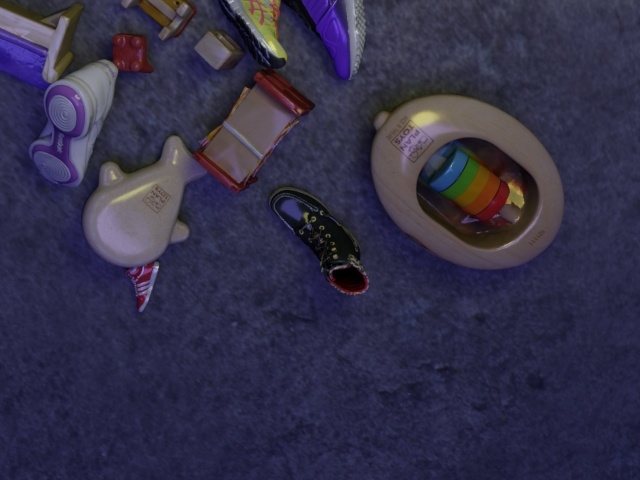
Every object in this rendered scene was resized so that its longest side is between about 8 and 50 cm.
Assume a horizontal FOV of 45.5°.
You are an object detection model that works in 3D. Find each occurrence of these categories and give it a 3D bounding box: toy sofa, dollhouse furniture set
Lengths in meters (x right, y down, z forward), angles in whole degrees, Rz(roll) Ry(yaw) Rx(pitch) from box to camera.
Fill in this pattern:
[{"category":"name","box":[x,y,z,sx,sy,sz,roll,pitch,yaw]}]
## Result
[{"category":"toy sofa","box":[-0.602,-0.374,1.282,0.362,0.150,0.177,21,110,-16]},{"category":"dollhouse furniture set","box":[-0.214,-0.287,1.397,0.374,0.152,0.201,41,106,-4]}]

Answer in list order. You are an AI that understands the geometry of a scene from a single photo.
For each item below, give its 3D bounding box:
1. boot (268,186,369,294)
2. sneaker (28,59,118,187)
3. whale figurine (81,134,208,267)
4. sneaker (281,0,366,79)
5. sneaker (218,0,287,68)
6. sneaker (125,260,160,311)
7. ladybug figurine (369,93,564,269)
[{"category":"boot","box":[0.002,-0.001,1.519,0.236,0.178,0.085,38,106,-22]},{"category":"sneaker","box":[-0.434,-0.205,1.384,0.114,0.152,0.305,38,140,-6]},{"category":"whale figurine","box":[-0.343,-0.077,1.486,0.216,0.141,0.272,41,80,-23]},{"category":"sneaker","box":[-0.002,-0.429,1.367,0.146,0.102,0.293,-1,125,13]},{"category":"sneaker","box":[-0.102,-0.391,1.329,0.094,0.208,0.081,-27,160,-11]},{"category":"sneaker","box":[-0.382,0.090,1.591,0.067,0.042,0.118,15,105,-18]},{"category":"ladybug figurine","box":[0.278,-0.125,1.504,0.449,0.162,0.305,37,105,-21]}]
